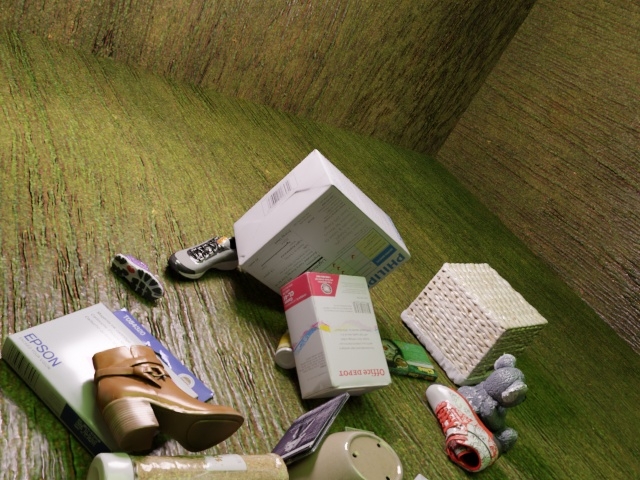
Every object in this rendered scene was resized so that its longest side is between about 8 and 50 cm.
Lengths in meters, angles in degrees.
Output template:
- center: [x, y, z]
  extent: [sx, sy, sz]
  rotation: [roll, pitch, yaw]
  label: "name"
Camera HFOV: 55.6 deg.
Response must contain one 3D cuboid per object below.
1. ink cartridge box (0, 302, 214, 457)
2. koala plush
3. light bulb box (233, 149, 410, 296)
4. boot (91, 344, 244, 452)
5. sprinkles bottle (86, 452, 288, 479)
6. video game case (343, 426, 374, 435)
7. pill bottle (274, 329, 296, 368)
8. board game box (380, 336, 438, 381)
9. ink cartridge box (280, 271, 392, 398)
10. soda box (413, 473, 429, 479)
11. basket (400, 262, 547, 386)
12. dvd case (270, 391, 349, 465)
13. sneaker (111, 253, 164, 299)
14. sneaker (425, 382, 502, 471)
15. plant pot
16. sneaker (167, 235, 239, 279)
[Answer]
- center: [-0.427, 0.270, 1.286]
  extent: [0.324, 0.071, 0.330]
  rotation: [38, 28, 16]
  label: "ink cartridge box"
- center: [0.516, 0.454, 1.773]
  extent: [0.203, 0.221, 0.196]
  rotation: [28, 26, -6]
  label: "koala plush"
- center: [0.000, 0.000, 1.785]
  extent: [0.361, 0.358, 0.225]
  rotation: [40, 18, -32]
  label: "light bulb box"
- center: [-0.304, 0.305, 1.195]
  extent: [0.284, 0.109, 0.220]
  rotation: [6, 30, -39]
  label: "boot"
- center: [-0.235, 0.451, 1.106]
  extent: [0.356, 0.121, 0.121]
  rotation: [13, 31, -33]
  label: "sprinkles bottle"
- center: [0.107, 0.513, 1.480]
  extent: [0.087, 0.011, 0.122]
  rotation: [19, 28, -23]
  label: "video game case"
- center: [-0.080, 0.285, 1.625]
  extent: [0.065, 0.065, 0.116]
  rotation: [28, 26, -6]
  label: "pill bottle"
- center: [0.232, 0.359, 1.866]
  extent: [0.260, 0.030, 0.136]
  rotation: [17, 27, -27]
  label: "board game box"
- center: [0.039, 0.249, 1.599]
  extent: [0.226, 0.131, 0.306]
  rotation: [10, 60, -43]
  label: "ink cartridge box"
- center: [0.291, 0.636, 1.382]
  extent: [0.216, 0.073, 0.069]
  rotation: [33, 26, 6]
  label: "soda box"
- center: [0.523, 0.275, 2.056]
  extent: [0.329, 0.266, 0.331]
  rotation: [3, 39, -45]
  label: "basket"
- center: [-0.035, 0.422, 1.325]
  extent: [0.018, 0.165, 0.221]
  rotation: [55, 28, 0]
  label: "dvd case"
- center: [-0.463, 0.086, 1.578]
  extent: [0.170, 0.068, 0.071]
  rotation: [39, 21, 18]
  label: "sneaker"
- center: [0.371, 0.510, 1.671]
  extent: [0.270, 0.090, 0.145]
  rotation: [47, 28, 25]
  label: "sneaker"
- center: [0.064, 0.506, 1.243]
  extent: [0.284, 0.190, 0.284]
  rotation: [24, 27, -13]
  label: "plant pot"
- center: [-0.329, 0.037, 1.760]
  extent: [0.100, 0.108, 0.272]
  rotation: [44, 30, 21]
  label: "sneaker"
